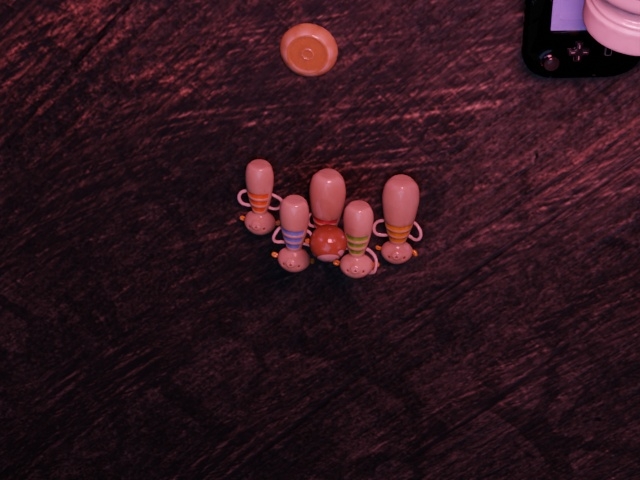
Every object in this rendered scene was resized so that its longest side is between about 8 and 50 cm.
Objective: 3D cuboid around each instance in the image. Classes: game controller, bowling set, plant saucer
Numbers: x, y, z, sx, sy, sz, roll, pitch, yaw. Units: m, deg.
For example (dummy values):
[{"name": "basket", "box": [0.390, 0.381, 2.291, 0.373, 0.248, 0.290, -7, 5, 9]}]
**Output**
[{"name": "game controller", "box": [0.352, -0.358, 1.581, 0.167, 0.067, 0.319, 3, 125, 7]}, {"name": "bowling set", "box": [0.000, 0.000, 1.804, 0.287, 0.200, 0.154, 8, 126, 8]}, {"name": "plant saucer", "box": [-0.018, -0.266, 1.731, 0.083, 0.015, 0.083, 4, 124, 6]}]

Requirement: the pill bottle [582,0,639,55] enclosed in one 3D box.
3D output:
[{"name": "pill bottle", "box": [0.399, -0.373, 1.417, 0.176, 0.176, 0.318, 7, 142, 4]}]
